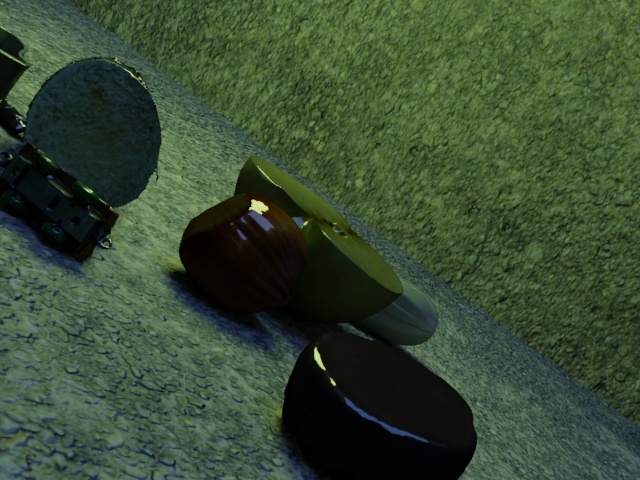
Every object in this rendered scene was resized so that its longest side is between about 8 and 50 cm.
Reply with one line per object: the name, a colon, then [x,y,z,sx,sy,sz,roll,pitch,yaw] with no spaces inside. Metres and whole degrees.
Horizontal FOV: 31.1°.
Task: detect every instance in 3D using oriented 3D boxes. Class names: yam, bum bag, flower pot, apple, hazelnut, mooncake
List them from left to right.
flower pot: [-0.625,-0.337,2.184,0.103,0.108,0.229,31,12,-26]
bum bag: [-0.565,-0.228,2.072,0.124,0.034,0.058,38,24,19]
yam: [-0.376,-0.191,1.966,0.241,0.241,0.348,33,5,-12]
hazelnut: [-0.135,0.027,1.942,0.186,0.210,0.210,4,-13,39]
apple: [0.000,0.000,2.185,0.311,0.320,0.360,-2,-8,17]
mooncake: [0.076,0.256,1.618,0.283,0.141,0.283,26,17,-9]

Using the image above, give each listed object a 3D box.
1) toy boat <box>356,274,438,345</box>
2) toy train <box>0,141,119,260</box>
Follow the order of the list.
toy boat: [0.118,0.123,2.425,0.269,0.141,0.141,31,11,-26]
toy train: [-0.387,-0.057,1.708,0.227,0.091,0.136,37,0,11]
